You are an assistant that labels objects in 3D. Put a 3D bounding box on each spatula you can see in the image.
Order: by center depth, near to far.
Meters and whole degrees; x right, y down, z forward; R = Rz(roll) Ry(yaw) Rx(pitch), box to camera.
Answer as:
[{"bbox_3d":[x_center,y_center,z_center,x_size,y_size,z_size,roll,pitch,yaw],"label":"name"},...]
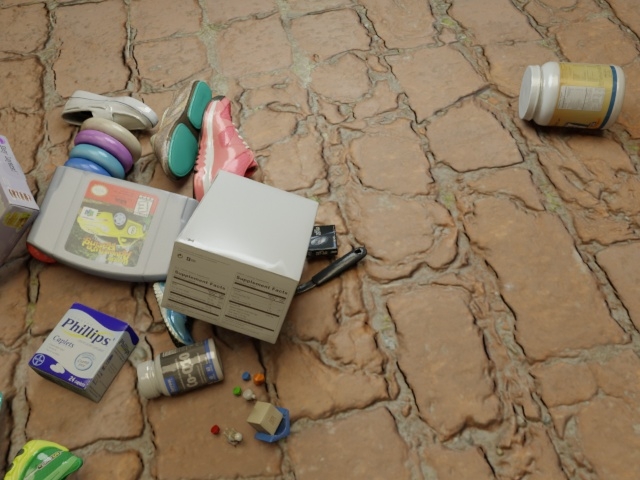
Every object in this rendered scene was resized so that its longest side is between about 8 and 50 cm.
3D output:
[{"bbox_3d":[-0.034,0.087,1.123,0.296,0.030,0.084,-28,49,-16],"label":"spatula"}]

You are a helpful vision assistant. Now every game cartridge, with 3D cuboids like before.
[{"bbox_3d":[-0.407,-0.024,1.133,0.294,0.060,0.196,13,73,-5],"label":"game cartridge"}]

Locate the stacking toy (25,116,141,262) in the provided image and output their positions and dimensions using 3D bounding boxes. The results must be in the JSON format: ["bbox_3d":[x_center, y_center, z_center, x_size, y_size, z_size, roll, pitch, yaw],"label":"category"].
[{"bbox_3d":[-0.520,-0.100,1.231,0.141,0.141,0.330,15,63,13],"label":"stacking toy"}]

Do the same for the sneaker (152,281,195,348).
[{"bbox_3d":[-0.263,0.134,1.084,0.073,0.063,0.162,-20,57,-15],"label":"sneaker"}]

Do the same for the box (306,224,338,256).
[{"bbox_3d":[0.000,0.000,1.175,0.067,0.018,0.083,-3,37,0],"label":"box"}]

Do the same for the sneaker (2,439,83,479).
[{"bbox_3d":[-0.430,0.450,0.836,0.124,0.109,0.295,16,68,-14],"label":"sneaker"}]

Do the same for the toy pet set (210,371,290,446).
[{"bbox_3d":[-0.105,0.297,0.978,0.114,0.065,0.122,-6,42,43],"label":"toy pet set"}]

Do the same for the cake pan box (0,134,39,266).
[{"bbox_3d":[-0.693,-0.060,1.161,0.246,0.070,0.267,-47,58,14],"label":"cake pan box"}]

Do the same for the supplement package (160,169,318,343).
[{"bbox_3d":[-0.132,0.019,1.018,0.204,0.145,0.262,18,33,-4],"label":"supplement package"}]

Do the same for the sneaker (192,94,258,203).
[{"bbox_3d":[-0.208,-0.192,1.299,0.136,0.116,0.313,6,59,-9],"label":"sneaker"}]

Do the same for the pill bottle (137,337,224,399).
[{"bbox_3d":[-0.244,0.227,1.008,0.137,0.078,0.078,-16,56,-8],"label":"pill bottle"}]

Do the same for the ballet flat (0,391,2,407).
[{"bbox_3d":[-0.571,0.354,0.927,0.087,0.083,0.247,13,41,-38],"label":"ballet flat"}]

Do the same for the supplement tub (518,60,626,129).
[{"bbox_3d":[0.572,-0.333,1.316,0.200,0.144,0.144,6,56,7],"label":"supplement tub"}]

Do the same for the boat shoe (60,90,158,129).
[{"bbox_3d":[-0.512,-0.294,1.387,0.258,0.095,0.084,12,61,24],"label":"boat shoe"}]

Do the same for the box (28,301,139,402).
[{"bbox_3d":[-0.426,0.200,1.040,0.126,0.072,0.137,18,58,14],"label":"box"}]

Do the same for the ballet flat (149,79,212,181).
[{"bbox_3d":[-0.338,-0.252,1.348,0.106,0.107,0.316,-8,47,22],"label":"ballet flat"}]
